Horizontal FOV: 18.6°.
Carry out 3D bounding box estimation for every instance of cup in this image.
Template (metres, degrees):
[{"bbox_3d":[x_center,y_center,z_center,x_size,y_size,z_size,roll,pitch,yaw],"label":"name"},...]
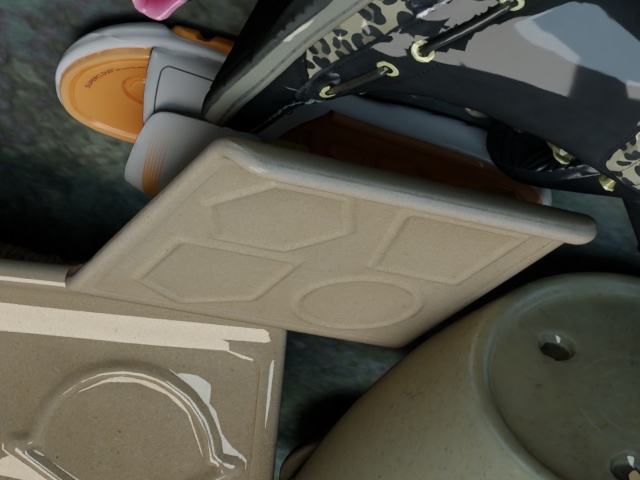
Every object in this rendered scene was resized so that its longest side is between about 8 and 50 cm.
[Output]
[{"bbox_3d":[0.132,0.157,1.024,0.331,0.331,0.237,17,133,6],"label":"cup"}]

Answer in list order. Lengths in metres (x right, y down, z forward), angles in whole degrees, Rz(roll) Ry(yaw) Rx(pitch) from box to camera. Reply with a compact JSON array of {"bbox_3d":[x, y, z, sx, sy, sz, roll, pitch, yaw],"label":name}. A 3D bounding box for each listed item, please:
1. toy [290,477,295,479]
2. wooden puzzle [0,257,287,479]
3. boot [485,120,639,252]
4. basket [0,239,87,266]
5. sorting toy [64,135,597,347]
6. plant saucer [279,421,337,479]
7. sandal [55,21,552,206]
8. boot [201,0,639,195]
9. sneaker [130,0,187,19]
[{"bbox_3d":[0.076,0.232,1.341,0.237,0.056,0.137,25,154,-9],"label":"toy"},{"bbox_3d":[-0.191,0.168,1.181,0.322,0.348,0.080,6,-164,2],"label":"wooden puzzle"},{"bbox_3d":[0.149,-0.024,0.932,0.121,0.045,0.099,-1,146,29],"label":"boot"},{"bbox_3d":[-0.196,0.144,1.277,0.299,0.213,0.223,16,153,8],"label":"basket"},{"bbox_3d":[0.000,0.000,0.947,0.193,0.038,0.208,11,158,-26],"label":"sorting toy"},{"bbox_3d":[0.108,0.189,1.345,0.278,0.041,0.278,15,151,9],"label":"plant saucer"},{"bbox_3d":[-0.018,-0.036,0.983,0.265,0.076,0.102,15,152,10],"label":"sandal"},{"bbox_3d":[0.064,-0.070,0.852,0.178,0.085,0.236,33,147,-15],"label":"boot"},{"bbox_3d":[-0.045,-0.130,0.857,0.047,0.057,0.119,36,148,-23],"label":"sneaker"}]
